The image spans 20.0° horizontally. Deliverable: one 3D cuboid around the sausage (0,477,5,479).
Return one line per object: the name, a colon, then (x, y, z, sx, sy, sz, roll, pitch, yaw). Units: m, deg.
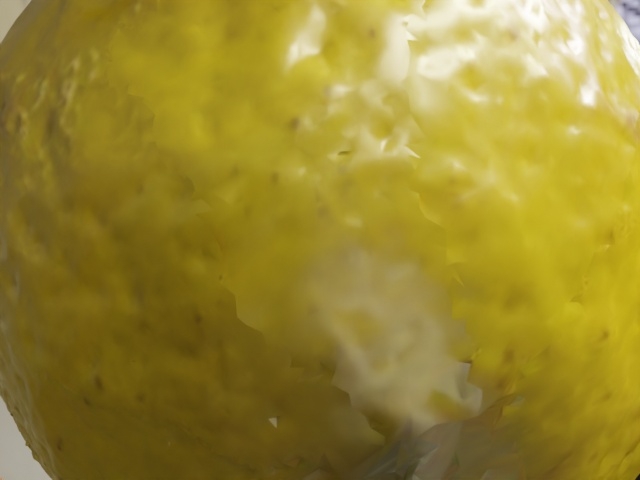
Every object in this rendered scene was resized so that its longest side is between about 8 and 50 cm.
sausage: (-0.284, 0.244, 1.516, 0.348, 0.097, 0.094, 7, -68, 64)

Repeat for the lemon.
lemon: (0.000, 0.000, 0.624, 0.253, 0.253, 0.310, -99, 172, -47)
